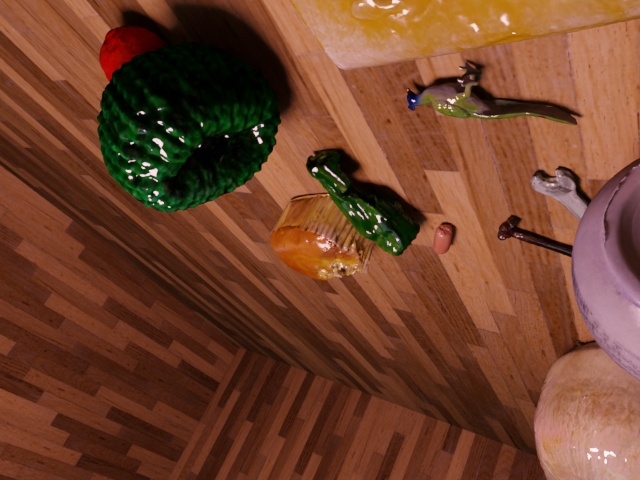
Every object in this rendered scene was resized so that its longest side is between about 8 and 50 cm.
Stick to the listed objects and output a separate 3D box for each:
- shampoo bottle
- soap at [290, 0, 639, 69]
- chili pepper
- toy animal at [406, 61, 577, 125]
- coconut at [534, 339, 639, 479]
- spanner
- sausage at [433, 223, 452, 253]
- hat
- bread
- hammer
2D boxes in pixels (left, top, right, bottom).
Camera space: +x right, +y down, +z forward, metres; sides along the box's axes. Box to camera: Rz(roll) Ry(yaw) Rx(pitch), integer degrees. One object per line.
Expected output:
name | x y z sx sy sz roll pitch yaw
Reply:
shampoo bottle | 0.426 0.042 0.577 0.272 0.273 0.266 12 162 33
soap | 0.089 -0.293 0.383 0.335 0.156 0.293 10 152 46
chili pepper | 0.076 -0.072 0.984 0.253 0.084 0.099 40 154 -16
toy animal | 0.206 -0.180 0.656 0.216 0.041 0.075 12 154 25
coconut | 0.627 0.425 1.054 0.404 0.405 0.405 23 157 10
spanner | 0.426 -0.013 0.790 0.302 0.018 0.071 37 155 -21
sausage | 0.234 -0.002 1.009 0.034 0.034 0.083 20 156 17
hat | -0.249 -0.214 0.843 0.332 0.274 0.242 42 133 27
bread | 0.000 0.000 1.156 0.250 0.133 0.179 0 141 47
hammer | 0.385 0.008 0.877 0.178 0.021 0.065 22 156 13
